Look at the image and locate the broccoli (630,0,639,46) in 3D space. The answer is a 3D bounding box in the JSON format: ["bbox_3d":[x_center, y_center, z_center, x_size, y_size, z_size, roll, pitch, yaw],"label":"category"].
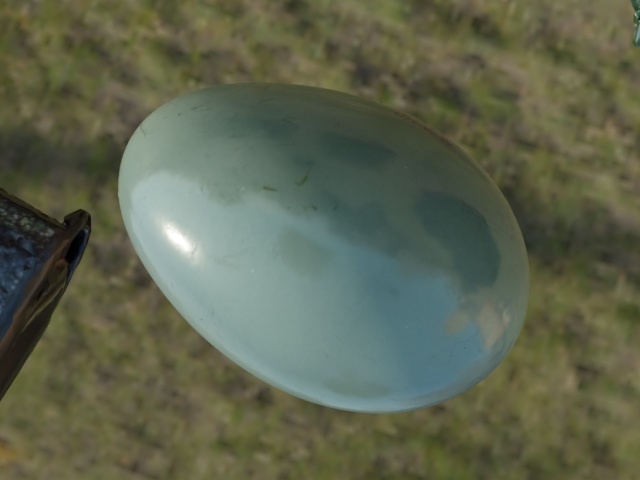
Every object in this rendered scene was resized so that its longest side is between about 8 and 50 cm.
[{"bbox_3d":[0.316,-0.093,1.006,0.281,0.347,0.293,11,171,41],"label":"broccoli"}]

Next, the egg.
[{"bbox_3d":[0.000,0.000,1.184,0.264,0.183,0.183,26,158,9],"label":"egg"}]

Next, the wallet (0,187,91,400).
[{"bbox_3d":[-0.233,0.050,0.661,0.221,0.262,0.071,31,174,2],"label":"wallet"}]
